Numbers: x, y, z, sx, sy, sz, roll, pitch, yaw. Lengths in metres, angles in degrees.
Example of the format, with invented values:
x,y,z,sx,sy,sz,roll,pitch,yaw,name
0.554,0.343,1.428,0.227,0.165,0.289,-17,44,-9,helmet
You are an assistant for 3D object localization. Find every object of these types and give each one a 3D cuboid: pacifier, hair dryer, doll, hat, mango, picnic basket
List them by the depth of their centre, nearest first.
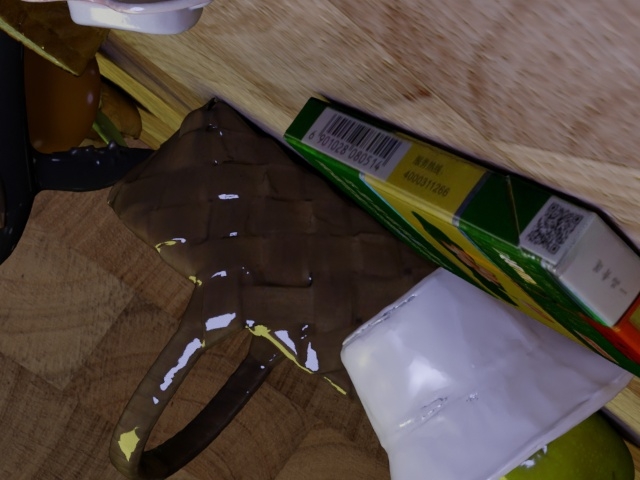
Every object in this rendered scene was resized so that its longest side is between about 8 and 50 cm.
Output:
x,y,z,sx,sy,sz,roll,pitch,yaw,name
-0.070,-0.116,0.425,0.099,0.081,0.078,10,132,23,pacifier
0.092,0.085,0.762,0.126,0.203,0.203,54,179,6,hat
-0.071,0.088,1.050,0.337,0.337,0.293,36,177,13,picnic basket
-0.234,-0.109,1.226,0.359,0.303,0.120,-7,-140,-33,hair dryer
0.259,0.236,1.307,0.175,0.143,0.293,36,-173,33,mango
-0.335,-0.168,1.346,0.213,0.213,0.236,35,-170,26,doll

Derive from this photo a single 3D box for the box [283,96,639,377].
x,y,z,sx,sy,sz,roll,pitch,yaw,name
0.084,-0.001,0.589,0.132,0.034,0.235,39,176,-34,box

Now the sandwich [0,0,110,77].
x,y,z,sx,sy,sz,roll,pitch,yaw,name
-0.280,-0.227,0.951,0.215,0.065,0.186,34,176,37,sandwich

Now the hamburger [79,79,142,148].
x,y,z,sx,sy,sz,roll,pitch,yaw,name
-0.353,-0.198,1.832,0.131,0.124,0.262,17,-167,-32,hamburger
